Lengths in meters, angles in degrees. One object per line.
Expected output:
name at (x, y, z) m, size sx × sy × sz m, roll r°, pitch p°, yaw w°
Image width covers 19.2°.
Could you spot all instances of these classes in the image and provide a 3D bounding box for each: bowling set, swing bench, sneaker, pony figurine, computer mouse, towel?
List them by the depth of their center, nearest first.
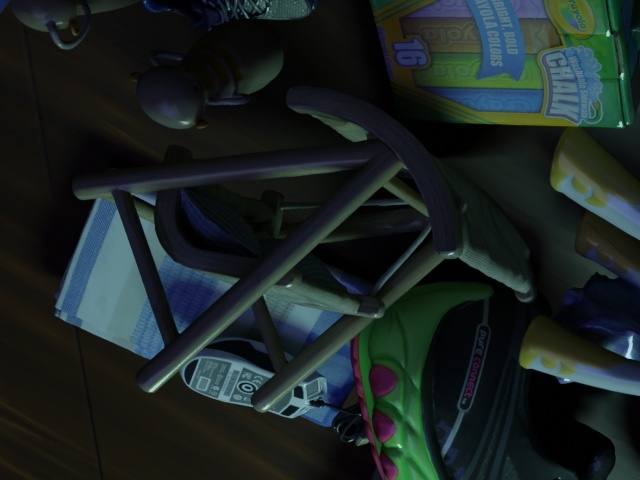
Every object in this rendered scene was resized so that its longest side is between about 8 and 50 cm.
bowling set at (-0.136, -0.229, 1.287) m, size 0.287 × 0.154 × 0.200 m, roll 31°, pitch 121°, yaw 13°
swing bench at (0.000, 0.000, 1.386) m, size 0.254 × 0.165 × 0.253 m, roll -24°, pitch 164°, yaw 13°
pony figurine at (0.335, 0.090, 1.389) m, size 0.363 × 0.303 × 0.351 m, roll 24°, pitch 133°, yaw 22°
sneaker at (-0.070, -0.177, 1.406) m, size 0.135 × 0.058 × 0.052 m, roll 9°, pitch 137°, yaw 14°
sneaker at (0.166, 0.248, 1.620) m, size 0.202 × 0.185 × 0.483 m, roll -16°, pitch 121°, yaw -3°
computer mouse at (-0.029, 0.122, 1.675) m, size 0.193 × 0.042 × 0.106 m, roll 18°, pitch 141°, yaw -7°
towel at (-0.088, 0.053, 1.678) m, size 0.285 × 0.034 × 0.209 m, roll 23°, pitch 137°, yaw -3°

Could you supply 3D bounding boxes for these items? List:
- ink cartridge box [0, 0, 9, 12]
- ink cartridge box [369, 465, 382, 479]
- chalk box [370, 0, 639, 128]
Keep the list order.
ink cartridge box at (-0.096, -0.311, 1.038) m, size 0.072 × 0.304 × 0.307 m, roll 12°, pitch 124°, yaw 6°
ink cartridge box at (0.137, 0.314, 1.821) m, size 0.231 × 0.078 × 0.134 m, roll 22°, pitch 139°, yaw 1°
chalk box at (0.155, -0.165, 1.266) m, size 0.213 × 0.132 × 0.132 m, roll 2°, pitch 135°, yaw 20°
